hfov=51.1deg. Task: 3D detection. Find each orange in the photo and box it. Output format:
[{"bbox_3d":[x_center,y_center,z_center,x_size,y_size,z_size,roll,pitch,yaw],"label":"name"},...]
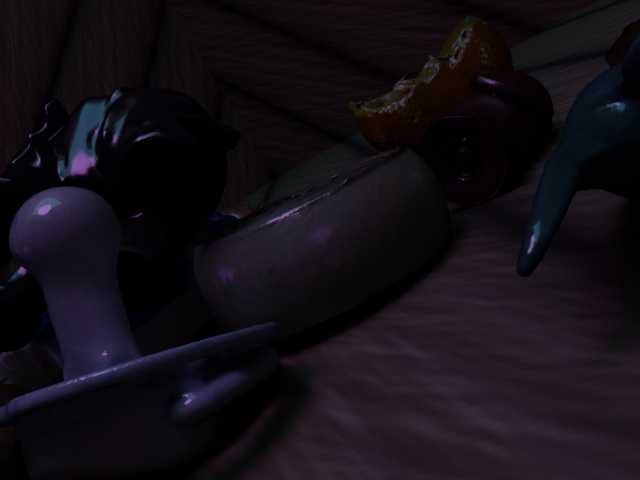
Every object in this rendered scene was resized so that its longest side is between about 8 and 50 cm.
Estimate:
[{"bbox_3d":[0.173,-0.195,0.962,0.237,0.158,0.179,-36,4,-7],"label":"orange"}]

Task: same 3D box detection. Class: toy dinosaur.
[{"bbox_3d":[0.229,-0.084,0.471,0.384,0.129,0.331,-34,-1,-6],"label":"toy dinosaur"}]

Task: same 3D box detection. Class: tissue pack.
[{"bbox_3d":[-0.211,0.088,0.782,0.270,0.137,0.209,-38,13,-37],"label":"tissue pack"}]

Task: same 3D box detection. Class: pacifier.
[{"bbox_3d":[-0.162,0.064,0.513,0.287,0.225,0.238,-21,-5,40],"label":"pacifier"}]

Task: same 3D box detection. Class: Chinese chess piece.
[{"bbox_3d":[0.000,0.000,0.644,0.250,0.101,0.250,-26,7,4],"label":"Chinese chess piece"}]

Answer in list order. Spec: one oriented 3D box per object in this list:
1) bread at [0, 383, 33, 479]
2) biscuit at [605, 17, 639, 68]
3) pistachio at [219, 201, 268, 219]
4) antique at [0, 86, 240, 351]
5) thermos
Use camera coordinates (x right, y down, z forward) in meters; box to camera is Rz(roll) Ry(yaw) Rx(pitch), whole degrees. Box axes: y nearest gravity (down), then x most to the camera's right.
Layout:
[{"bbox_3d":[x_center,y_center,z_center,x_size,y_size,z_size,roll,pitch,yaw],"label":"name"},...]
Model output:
[{"bbox_3d":[-0.355,0.219,0.620,0.230,0.123,0.230,-31,12,7],"label":"bread"},{"bbox_3d":[0.499,-0.289,0.753,0.359,0.046,0.359,-30,9,5],"label":"biscuit"},{"bbox_3d":[-0.098,0.010,0.933,0.124,0.124,0.185,-34,-4,-15],"label":"pistachio"},{"bbox_3d":[-0.229,-0.042,0.681,0.322,0.185,0.255,-19,30,8],"label":"antique"},{"bbox_3d":[0.195,-0.124,0.743,0.232,0.099,0.124,-40,-25,-48],"label":"thermos"}]
